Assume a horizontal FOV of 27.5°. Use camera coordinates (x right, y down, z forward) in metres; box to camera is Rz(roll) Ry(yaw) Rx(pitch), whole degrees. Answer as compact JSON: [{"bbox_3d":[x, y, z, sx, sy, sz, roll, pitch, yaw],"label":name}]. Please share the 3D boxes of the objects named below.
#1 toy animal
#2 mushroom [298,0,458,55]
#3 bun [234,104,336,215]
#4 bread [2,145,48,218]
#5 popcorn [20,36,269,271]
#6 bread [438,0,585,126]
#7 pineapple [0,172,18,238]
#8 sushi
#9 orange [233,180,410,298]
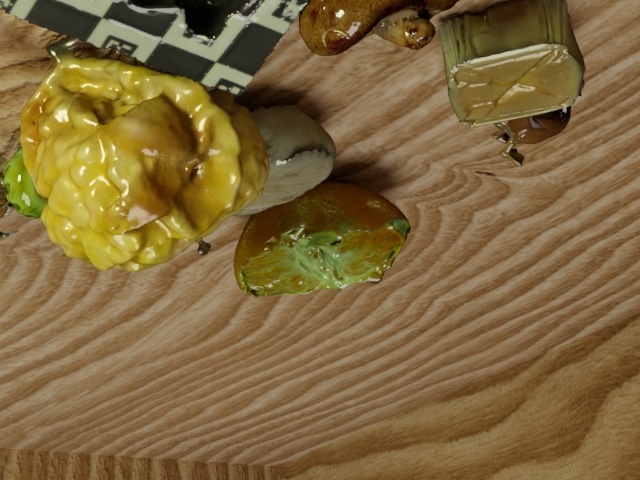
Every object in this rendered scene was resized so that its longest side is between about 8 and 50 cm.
[{"bbox_3d":[0.348,-0.219,2.206,0.188,0.089,0.179,9,135,-34],"label":"toy animal"},{"bbox_3d":[0.072,-0.332,1.740,0.231,0.194,0.138,-25,120,-16],"label":"mushroom"},{"bbox_3d":[-0.093,-0.138,2.159,0.239,0.141,0.239,-17,162,-6],"label":"bun"},{"bbox_3d":[-0.464,-0.104,2.133,0.071,0.139,0.130,5,157,26],"label":"bread"},{"bbox_3d":[-0.263,-0.132,1.887,0.349,0.382,0.349,-29,-171,5],"label":"popcorn"},{"bbox_3d":[0.293,-0.277,2.003,0.210,0.110,0.192,-13,150,12],"label":"bread"},{"bbox_3d":[-0.630,-0.023,2.232,0.334,0.158,0.161,-15,157,14],"label":"pineapple"},{"bbox_3d":[-0.200,-0.366,1.664,0.373,0.100,0.296,16,136,-28],"label":"sushi"},{"bbox_3d":[-0.003,-0.009,2.430,0.334,0.196,0.262,-12,172,21],"label":"orange"}]
